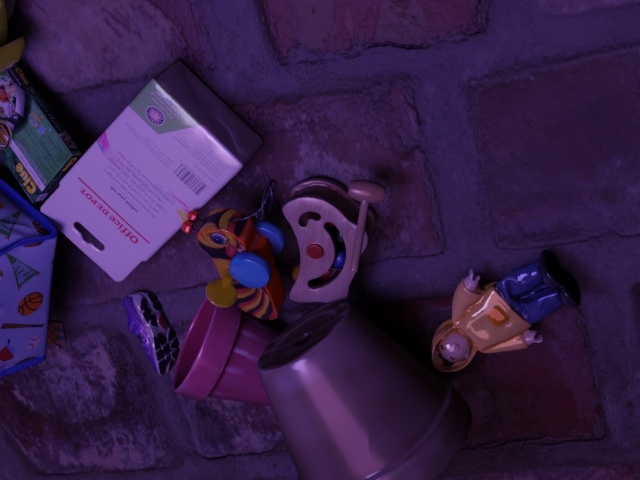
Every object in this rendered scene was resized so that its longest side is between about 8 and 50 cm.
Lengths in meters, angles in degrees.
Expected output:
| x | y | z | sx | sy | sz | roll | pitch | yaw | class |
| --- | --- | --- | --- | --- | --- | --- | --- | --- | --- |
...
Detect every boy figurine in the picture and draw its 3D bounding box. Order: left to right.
| x | y | z | sx | sy | sz | roll | pitch | yaw | class |
| --- | --- | --- | --- | --- | --- | --- | --- | --- | --- |
| 0.290 | 0.124 | 1.874 | 0.285 | 0.092 | 0.177 | -34 | 108 | 25 | boy figurine |

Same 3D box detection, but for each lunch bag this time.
| x | y | z | sx | sy | sz | roll | pitch | yaw | class |
| --- | --- | --- | --- | --- | --- | --- | --- | --- | --- |
| -0.678 | 0.031 | 2.004 | 0.385 | 0.239 | 0.328 | 40 | 131 | 29 | lunch bag |

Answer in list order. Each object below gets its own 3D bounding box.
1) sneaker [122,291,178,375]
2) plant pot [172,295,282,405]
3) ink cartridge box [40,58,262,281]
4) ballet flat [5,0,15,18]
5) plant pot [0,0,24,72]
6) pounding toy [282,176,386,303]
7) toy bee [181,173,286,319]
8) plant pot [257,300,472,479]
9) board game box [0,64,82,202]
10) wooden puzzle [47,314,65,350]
| x | y | z | sx | sy | sz | roll | pitch | yaw | class |
| --- | --- | --- | --- | --- | --- | --- | --- | --- | --- |
| -0.324 | 0.175 | 2.103 | 0.071 | 0.068 | 0.170 | -8 | 106 | 36 | sneaker |
| -0.146 | 0.208 | 1.996 | 0.180 | 0.201 | 0.201 | 23 | 122 | -15 | plant pot |
| -0.296 | -0.112 | 1.901 | 0.207 | 0.119 | 0.353 | 44 | 119 | -9 | ink cartridge box |
| -0.538 | -0.442 | 1.838 | 0.057 | 0.052 | 0.168 | 16 | 120 | 8 | ballet flat |
| -0.633 | -0.331 | 1.795 | 0.228 | 0.227 | 0.207 | -12 | 112 | 40 | plant pot |
| 0.000 | 0.000 | 1.852 | 0.154 | 0.155 | 0.269 | 20 | 122 | 2 | pounding toy |
| -0.141 | 0.001 | 1.841 | 0.162 | 0.195 | 0.298 | 12 | 117 | 14 | toy bee |
| 0.046 | 0.266 | 1.871 | 0.323 | 0.323 | 0.280 | -29 | 105 | 27 | plant pot |
| -0.525 | -0.207 | 1.919 | 0.136 | 0.030 | 0.260 | -41 | 78 | 27 | board game box |
| -0.528 | 0.180 | 2.185 | 0.049 | 0.006 | 0.083 | 4 | 118 | 14 | wooden puzzle |
